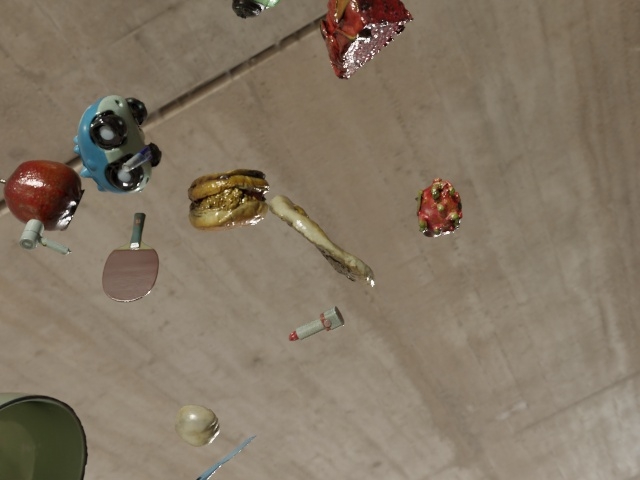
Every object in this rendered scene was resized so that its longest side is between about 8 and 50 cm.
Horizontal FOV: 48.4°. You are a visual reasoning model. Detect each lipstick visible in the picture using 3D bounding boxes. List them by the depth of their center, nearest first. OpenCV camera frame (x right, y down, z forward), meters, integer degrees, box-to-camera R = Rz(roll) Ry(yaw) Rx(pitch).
[{"bbox_3d":[-0.022,0.271,2.203,0.063,0.186,0.057,61,-166,-6],"label":"lipstick"}]

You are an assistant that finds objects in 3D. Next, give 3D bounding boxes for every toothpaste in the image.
[{"bbox_3d":[-0.317,-0.141,1.241,0.083,0.015,0.024,-56,-40,-56],"label":"toothpaste"}]

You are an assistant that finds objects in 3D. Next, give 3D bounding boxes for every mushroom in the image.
[{"bbox_3d":[-0.392,0.588,2.292,0.154,0.154,0.122,60,-148,-17],"label":"mushroom"}]

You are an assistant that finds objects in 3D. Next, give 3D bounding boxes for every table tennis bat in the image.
[{"bbox_3d":[-0.512,0.044,1.946,0.021,0.154,0.274,80,-171,-60],"label":"table tennis bat"}]

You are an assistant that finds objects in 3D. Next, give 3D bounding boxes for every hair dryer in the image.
[{"bbox_3d":[-0.760,0.002,1.983,0.137,0.047,0.082,26,-142,-22],"label":"hair dryer"}]

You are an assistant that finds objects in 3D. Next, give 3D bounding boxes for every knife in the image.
[{"bbox_3d":[-0.289,0.668,2.169,0.313,0.044,0.019,-28,-86,-57],"label":"knife"}]

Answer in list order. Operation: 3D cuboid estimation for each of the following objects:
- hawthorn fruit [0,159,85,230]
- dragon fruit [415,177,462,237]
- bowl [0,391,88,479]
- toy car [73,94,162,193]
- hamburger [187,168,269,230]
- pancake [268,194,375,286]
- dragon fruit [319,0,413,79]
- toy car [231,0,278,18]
[{"bbox_3d":[-0.822,-0.141,2.088,0.249,0.215,0.215,21,-177,5],"label":"hawthorn fruit"},{"bbox_3d":[0.359,-0.103,2.189,0.160,0.166,0.172,11,128,38],"label":"dragon fruit"},{"bbox_3d":[-0.640,0.445,1.356,0.354,0.185,0.354,-27,-58,-55],"label":"bowl"},{"bbox_3d":[-0.534,-0.238,1.818,0.188,0.190,0.255,-72,-29,-59],"label":"toy car"},{"bbox_3d":[-0.265,-0.108,2.061,0.244,0.244,0.163,27,-128,-80],"label":"hamburger"},{"bbox_3d":[0.000,0.001,1.393,0.282,0.049,0.282,42,179,1],"label":"pancake"},{"bbox_3d":[0.111,-0.567,1.967,0.330,0.240,0.302,111,-179,-47],"label":"dragon fruit"},{"bbox_3d":[-0.240,-0.642,1.553,0.176,0.358,0.214,154,128,-74],"label":"toy car"}]
